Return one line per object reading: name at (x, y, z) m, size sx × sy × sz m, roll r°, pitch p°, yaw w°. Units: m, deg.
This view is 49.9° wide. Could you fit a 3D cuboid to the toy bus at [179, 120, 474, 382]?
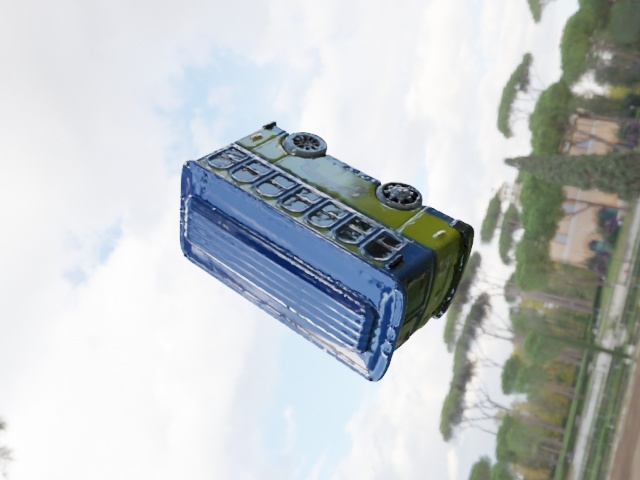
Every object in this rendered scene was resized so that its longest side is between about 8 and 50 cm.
toy bus at (0.000, 0.000, 0.748) m, size 0.175 × 0.287 × 0.138 m, roll -34°, pitch -35°, yaw -43°
